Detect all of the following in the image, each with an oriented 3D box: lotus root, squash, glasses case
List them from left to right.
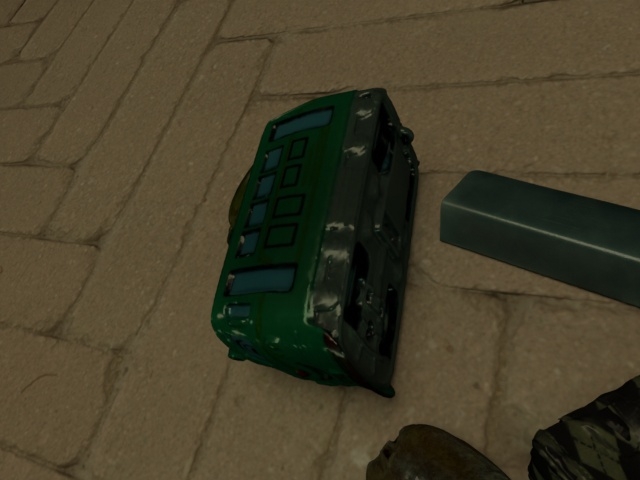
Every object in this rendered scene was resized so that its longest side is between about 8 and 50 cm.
[{"bbox_3d":[-0.074,-0.100,0.802,0.066,0.066,0.252,25,72,34],"label":"squash"},{"bbox_3d":[0.131,0.252,0.481,0.192,0.088,0.113,33,71,35],"label":"lotus root"},{"bbox_3d":[0.274,-0.014,0.600,0.266,0.056,0.105,21,71,32],"label":"glasses case"}]

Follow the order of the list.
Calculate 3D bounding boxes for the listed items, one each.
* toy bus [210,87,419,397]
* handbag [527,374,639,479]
[{"bbox_3d":[0.000,0.000,0.635,0.200,0.183,0.343,-3,58,26],"label":"toy bus"},{"bbox_3d":[0.398,0.154,0.375,0.416,0.180,0.316,-33,50,-6],"label":"handbag"}]
